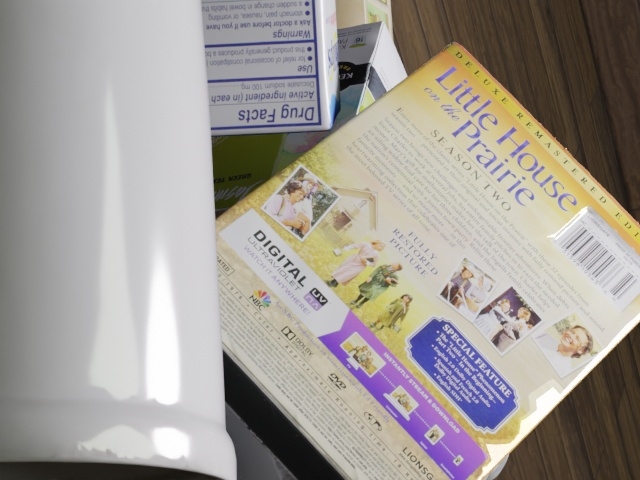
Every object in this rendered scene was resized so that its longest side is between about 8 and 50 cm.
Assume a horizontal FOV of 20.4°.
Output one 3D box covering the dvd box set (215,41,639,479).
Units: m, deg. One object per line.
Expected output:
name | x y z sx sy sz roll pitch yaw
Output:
dvd box set | 0.087 0.038 1.513 0.307 0.062 0.420 46 53 6

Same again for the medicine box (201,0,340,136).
medicine box | -0.123 -0.238 1.585 0.149 0.263 0.289 -67 154 -78

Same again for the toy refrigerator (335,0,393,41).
toy refrigerator | 0.037 -0.330 2.284 0.102 0.094 0.269 18 67 -66

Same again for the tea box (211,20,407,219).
tea box | 0.000 0.000 1.931 0.323 0.220 0.329 -75 149 -45

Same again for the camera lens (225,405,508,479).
camera lens | 0.021 0.162 1.584 0.274 0.219 0.219 -22 106 -34

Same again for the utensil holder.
utensil holder | -0.231 -0.007 1.261 0.327 0.327 0.385 28 56 -63
